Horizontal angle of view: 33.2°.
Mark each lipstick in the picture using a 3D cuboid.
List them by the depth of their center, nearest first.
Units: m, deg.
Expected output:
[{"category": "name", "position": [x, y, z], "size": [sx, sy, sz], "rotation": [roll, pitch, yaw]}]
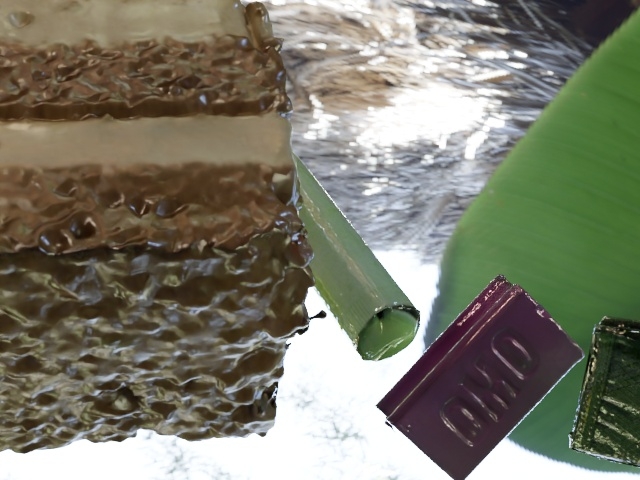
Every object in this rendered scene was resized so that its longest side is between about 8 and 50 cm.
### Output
[{"category": "lipstick", "position": [0.000, 0.000, 1.104], "size": [0.076, 0.076, 0.304], "rotation": [-55, -133, 22]}]

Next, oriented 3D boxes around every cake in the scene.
[{"category": "cake", "position": [-0.160, -0.019, 0.825], "size": [0.256, 0.282, 0.290], "rotation": [103, -22, -47]}]

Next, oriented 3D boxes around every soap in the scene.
[{"category": "soap", "position": [0.171, 0.150, 1.154], "size": [0.122, 0.065, 0.203], "rotation": [43, -89, -18]}]

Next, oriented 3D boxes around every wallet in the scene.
[{"category": "wallet", "position": [0.350, 0.151, 0.954], "size": [0.236, 0.055, 0.160], "rotation": [11, -55, 12]}]
